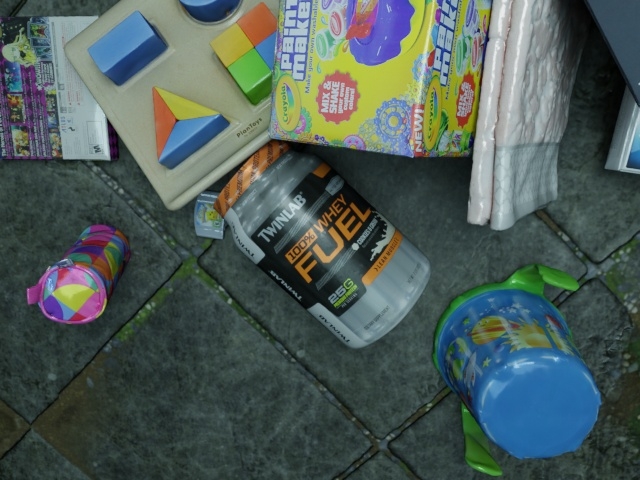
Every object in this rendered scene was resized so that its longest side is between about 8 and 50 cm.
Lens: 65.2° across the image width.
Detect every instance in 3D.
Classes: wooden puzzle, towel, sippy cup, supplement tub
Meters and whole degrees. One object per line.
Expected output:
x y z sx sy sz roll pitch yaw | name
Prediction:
-0.183 -0.267 0.716 0.322 0.080 0.348 -36 77 4 | wooden puzzle
0.285 -0.186 0.657 0.053 0.331 0.317 12 106 33 | towel
0.307 0.207 0.783 0.239 0.224 0.306 -19 100 8 | sippy cup
0.000 0.000 0.781 0.316 0.193 0.193 42 103 -5 | supplement tub

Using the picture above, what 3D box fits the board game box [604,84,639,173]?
0.590 -0.173 0.709 0.305 0.053 0.193 9 102 3 | board game box

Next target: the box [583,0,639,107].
0.344 -0.381 0.537 0.178 0.313 0.343 -26 116 37 | box

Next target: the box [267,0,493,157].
0.101 -0.250 0.573 0.176 0.279 0.290 15 107 31 | box

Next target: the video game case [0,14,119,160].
-0.456 -0.252 0.843 0.210 0.042 0.232 0 102 4 | video game case

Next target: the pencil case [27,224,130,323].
-0.373 0.046 0.802 0.104 0.236 0.105 -3 105 -10 | pencil case

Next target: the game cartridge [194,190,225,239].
-0.194 -0.045 0.879 0.055 0.017 0.083 8 103 7 | game cartridge
